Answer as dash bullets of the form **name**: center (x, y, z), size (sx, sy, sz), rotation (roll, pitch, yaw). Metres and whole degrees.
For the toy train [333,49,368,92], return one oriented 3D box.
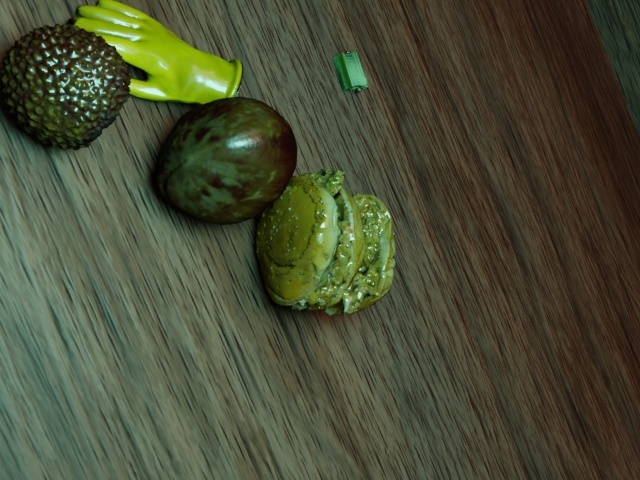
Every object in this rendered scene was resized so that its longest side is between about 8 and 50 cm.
- **toy train**: center (0.064, -0.361, 1.847), size (0.056, 0.038, 0.093), rotation (-15, 88, -44)

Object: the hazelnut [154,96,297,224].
- **hazelnut**: center (-0.161, -0.140, 1.415), size (0.218, 0.234, 0.218), rotation (38, 28, -24)

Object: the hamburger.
- **hamburger**: center (0.003, -0.002, 1.528), size (0.211, 0.245, 0.260), rotation (10, 109, -39)

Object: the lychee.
- **lychee**: center (-0.377, -0.232, 1.271), size (0.188, 0.188, 0.188), rotation (16, 66, -41)

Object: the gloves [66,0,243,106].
- **gloves**: center (-0.285, -0.313, 1.461), size (0.294, 0.116, 0.133), rotation (22, 34, -28)
